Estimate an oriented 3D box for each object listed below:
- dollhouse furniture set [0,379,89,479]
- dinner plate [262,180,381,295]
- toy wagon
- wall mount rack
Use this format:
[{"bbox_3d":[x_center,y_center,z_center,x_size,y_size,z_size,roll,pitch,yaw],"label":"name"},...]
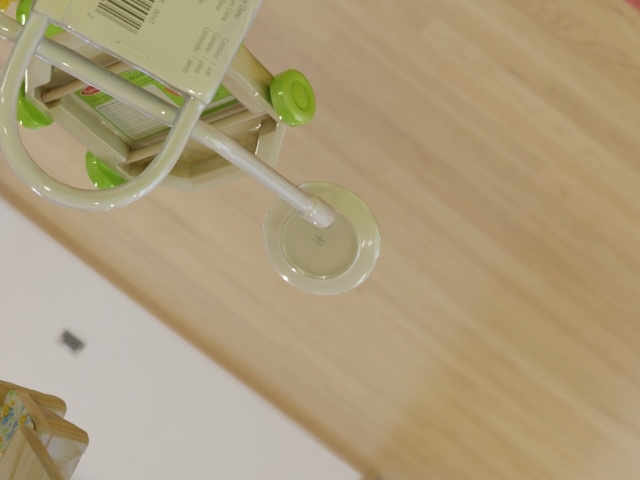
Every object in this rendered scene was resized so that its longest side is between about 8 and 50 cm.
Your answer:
[{"bbox_3d":[-0.339,0.336,1.144,0.256,0.394,0.362,23,-169,-37],"label":"dollhouse furniture set"},{"bbox_3d":[0.000,0.000,1.645,0.141,0.141,0.017,37,-159,-3],"label":"dinner plate"},{"bbox_3d":[-0.181,-0.165,1.402,0.267,0.068,0.344,-17,139,31],"label":"toy wagon"},{"bbox_3d":[-0.052,-0.163,0.878,0.304,0.350,0.130,28,177,-21],"label":"wall mount rack"}]
